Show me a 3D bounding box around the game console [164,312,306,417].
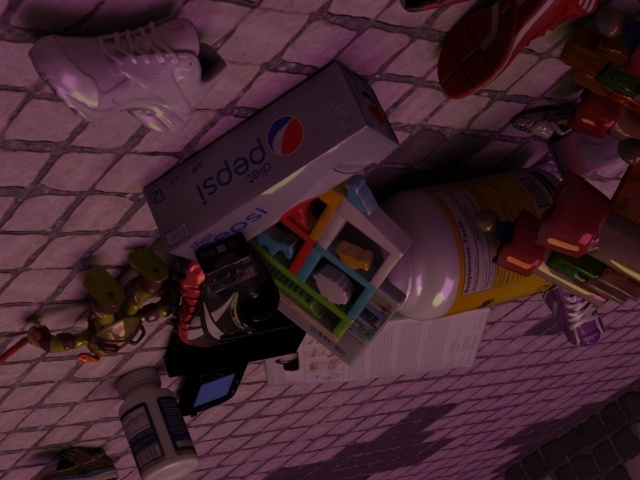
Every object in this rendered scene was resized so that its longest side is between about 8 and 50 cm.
[{"bbox_3d":[-0.151,0.206,2.105,0.213,0.044,0.361,-10,157,-18],"label":"game console"}]

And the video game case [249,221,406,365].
[{"bbox_3d":[-0.004,0.059,1.751,0.023,0.212,0.193,-48,174,-36],"label":"video game case"}]

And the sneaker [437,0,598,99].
[{"bbox_3d":[0.238,-0.237,1.473,0.128,0.087,0.221,-3,151,-40],"label":"sneaker"}]

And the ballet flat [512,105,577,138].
[{"bbox_3d":[0.318,-0.161,1.787,0.114,0.041,0.041,-12,155,-29],"label":"ballet flat"}]

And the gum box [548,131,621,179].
[{"bbox_3d":[0.437,-0.150,1.865,0.188,0.062,0.107,-22,178,-8],"label":"gum box"}]

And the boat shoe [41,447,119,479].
[{"bbox_3d":[-0.425,0.398,2.243,0.066,0.066,0.183,-30,163,20],"label":"boat shoe"}]

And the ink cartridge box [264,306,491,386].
[{"bbox_3d":[0.090,0.157,2.263,0.385,0.091,0.308,-6,157,-2],"label":"ink cartridge box"}]

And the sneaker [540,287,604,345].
[{"bbox_3d":[0.482,0.105,2.402,0.102,0.161,0.282,-23,157,1],"label":"sneaker"}]

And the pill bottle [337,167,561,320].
[{"bbox_3d":[0.192,0.009,1.844,0.334,0.188,0.188,-11,154,-29],"label":"pill bottle"}]

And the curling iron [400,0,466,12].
[{"bbox_3d":[0.207,-0.279,1.337,0.274,0.035,0.068,-9,152,-3],"label":"curling iron"}]

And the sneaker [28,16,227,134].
[{"bbox_3d":[-0.174,-0.172,1.214,0.115,0.090,0.232,-42,162,22],"label":"sneaker"}]

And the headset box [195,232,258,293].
[{"bbox_3d":[-0.110,0.030,1.543,0.062,0.032,0.083,-23,159,-6],"label":"headset box"}]

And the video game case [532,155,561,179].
[{"bbox_3d":[0.330,-0.088,2.002,0.122,0.011,0.087,-39,154,32],"label":"video game case"}]

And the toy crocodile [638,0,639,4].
[{"bbox_3d":[0.450,-0.340,1.458,0.341,0.105,0.115,-21,158,-22],"label":"toy crocodile"}]

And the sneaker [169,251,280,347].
[{"bbox_3d":[-0.125,0.085,1.732,0.276,0.135,0.097,105,10,-61],"label":"sneaker"}]

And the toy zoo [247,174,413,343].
[{"bbox_3d":[0.000,0.000,1.638,0.030,0.192,0.293,-48,174,-36],"label":"toy zoo"}]

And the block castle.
[{"bbox_3d":[0.338,-0.095,1.545,0.303,0.213,0.453,-61,176,-3],"label":"block castle"}]

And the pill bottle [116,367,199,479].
[{"bbox_3d":[-0.261,0.289,2.032,0.094,0.169,0.094,-20,158,-9],"label":"pill bottle"}]

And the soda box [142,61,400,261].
[{"bbox_3d":[-0.058,-0.083,1.503,0.286,0.091,0.098,-32,158,17],"label":"soda box"}]

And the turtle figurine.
[{"bbox_3d":[-0.285,0.105,1.701,0.270,0.087,0.217,-13,155,-27],"label":"turtle figurine"}]
